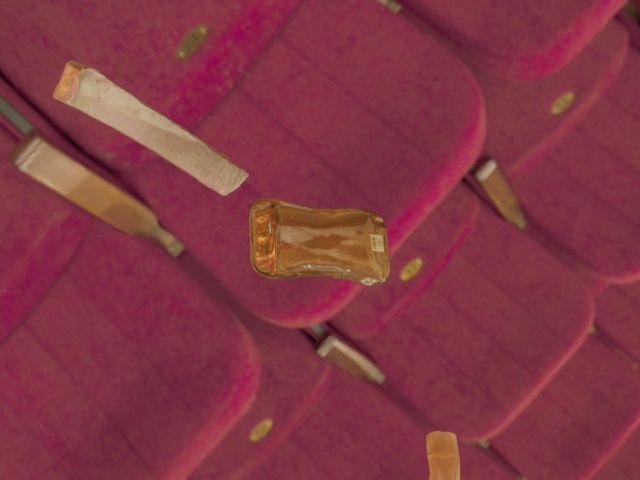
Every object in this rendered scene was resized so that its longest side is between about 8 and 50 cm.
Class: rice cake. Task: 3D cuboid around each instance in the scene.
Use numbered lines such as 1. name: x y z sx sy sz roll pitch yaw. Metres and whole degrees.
1. rice cake: -0.268 -0.177 1.391 0.365 0.056 0.073 30 92 -39

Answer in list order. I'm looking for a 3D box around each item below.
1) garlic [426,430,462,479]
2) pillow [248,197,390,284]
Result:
1. garlic: 0.097 0.277 0.804 0.131 0.194 0.127 8 158 -19
2. pillow: 0.000 0.000 1.268 0.217 0.130 0.033 3 155 -18
